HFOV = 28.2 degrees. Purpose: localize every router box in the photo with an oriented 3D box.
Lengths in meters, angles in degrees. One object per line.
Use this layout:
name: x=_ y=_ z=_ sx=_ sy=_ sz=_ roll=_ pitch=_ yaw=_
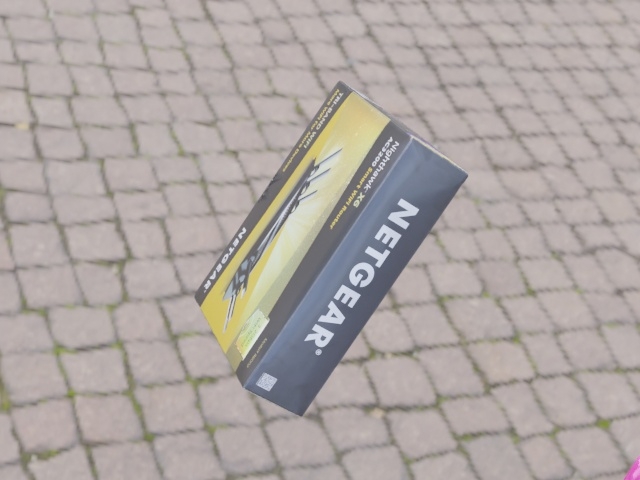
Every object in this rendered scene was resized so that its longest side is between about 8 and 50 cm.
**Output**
router box: x=0.000 y=0.000 z=1.373 sx=0.081 sy=0.309 sz=0.243 roll=30 pitch=8 yaw=-26

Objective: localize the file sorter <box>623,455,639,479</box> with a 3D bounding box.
file sorter: x=0.217 y=0.206 z=0.561 sx=0.202 sy=0.182 sz=0.291 roll=37 pitch=17 yaw=25
